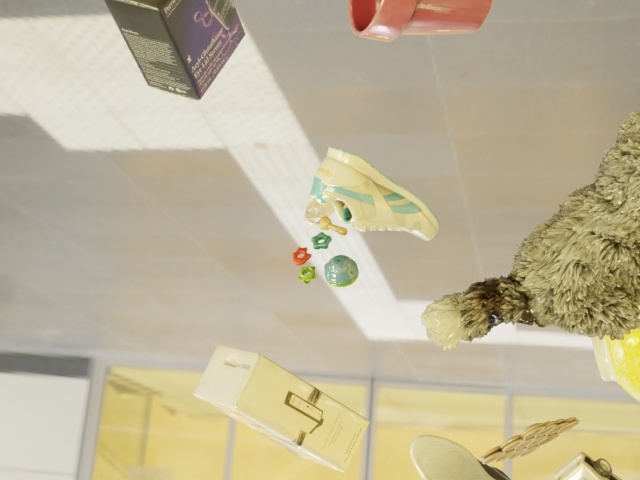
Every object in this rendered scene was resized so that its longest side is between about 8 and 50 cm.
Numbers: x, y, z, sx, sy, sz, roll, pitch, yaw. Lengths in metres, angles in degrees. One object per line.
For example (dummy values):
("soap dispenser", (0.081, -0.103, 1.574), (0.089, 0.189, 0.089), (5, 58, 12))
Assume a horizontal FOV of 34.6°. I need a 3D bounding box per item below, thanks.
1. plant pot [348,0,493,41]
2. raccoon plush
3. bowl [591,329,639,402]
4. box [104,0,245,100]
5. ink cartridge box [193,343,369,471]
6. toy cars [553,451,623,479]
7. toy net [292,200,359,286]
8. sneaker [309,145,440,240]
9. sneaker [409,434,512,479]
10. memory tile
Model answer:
("plant pot", (0.157, -0.388, 1.537), (0.180, 0.201, 0.201), (8, 162, -17))
("raccoon plush", (0.378, 0.000, 1.519), (0.446, 0.216, 0.299), (-23, 135, -25))
("bowl", (0.603, 0.198, 1.950), (0.156, 0.289, 0.289), (-15, 157, 18))
("box", (-0.220, -0.344, 1.575), (0.108, 0.153, 0.207), (19, 155, 24))
("ink cartridge box", (-0.058, 0.235, 1.445), (0.203, 0.086, 0.148), (34, 163, -25))
("toy cars", (0.541, 0.561, 1.874), (0.176, 0.087, 0.393), (-8, 116, 23))
("toy net", (0.000, 0.000, 2.072), (0.122, 0.232, 0.045), (-14, 138, 2))
("sneaker", (0.081, -0.051, 1.533), (0.229, 0.092, 0.087), (31, 177, -28))
("sneaker", (0.285, 0.473, 2.051), (0.296, 0.104, 0.147), (33, 174, -10))
("memory tile", (0.303, 0.288, 1.483), (0.113, 0.012, 0.148), (-40, 153, 28))
